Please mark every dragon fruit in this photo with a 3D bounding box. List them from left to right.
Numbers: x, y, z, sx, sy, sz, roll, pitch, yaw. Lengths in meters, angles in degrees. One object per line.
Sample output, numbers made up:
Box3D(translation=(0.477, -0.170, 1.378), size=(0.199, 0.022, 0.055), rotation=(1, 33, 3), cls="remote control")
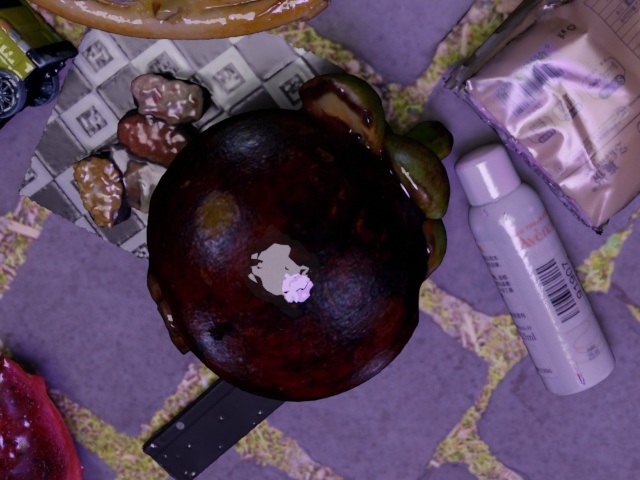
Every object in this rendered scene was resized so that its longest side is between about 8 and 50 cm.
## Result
Box3D(translation=(-0.350, 0.284, 1.528), size=(0.211, 0.134, 0.262), rotation=(34, 72, -19), cls="dragon fruit")

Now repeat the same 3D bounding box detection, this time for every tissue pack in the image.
Box3D(translation=(0.279, -0.168, 1.321), size=(0.215, 0.123, 0.257), rotation=(44, 97, -9), cls="tissue pack")

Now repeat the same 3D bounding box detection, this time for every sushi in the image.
Box3D(translation=(-0.156, -0.108, 1.433), size=(0.264, 0.050, 0.290), rotation=(28, 107, -3), cls="sushi")

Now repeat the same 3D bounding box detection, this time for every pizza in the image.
Box3D(translation=(-0.147, -0.305, 1.347), size=(0.323, 0.089, 0.223), rotation=(4, 103, 3), cls="pizza")

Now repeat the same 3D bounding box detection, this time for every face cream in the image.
Box3D(translation=(0.214, 0.027, 1.417), size=(0.082, 0.082, 0.269), rotation=(-24, 104, 12), cls="face cream")

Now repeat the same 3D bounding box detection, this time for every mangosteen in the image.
Box3D(translation=(-0.019, 0.004, 1.338), size=(0.311, 0.311, 0.311), rotation=(2, 107, 6), cls="mangosteen")

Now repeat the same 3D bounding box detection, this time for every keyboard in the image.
Box3D(translation=(-0.095, 0.180, 1.529), size=(0.231, 0.023, 0.072), rotation=(-42, 105, 16), cls="keyboard")

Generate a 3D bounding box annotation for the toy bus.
Box3D(translation=(-0.389, -0.140, 1.407), size=(0.262, 0.128, 0.150), rotation=(-42, 94, 14), cls="toy bus")
